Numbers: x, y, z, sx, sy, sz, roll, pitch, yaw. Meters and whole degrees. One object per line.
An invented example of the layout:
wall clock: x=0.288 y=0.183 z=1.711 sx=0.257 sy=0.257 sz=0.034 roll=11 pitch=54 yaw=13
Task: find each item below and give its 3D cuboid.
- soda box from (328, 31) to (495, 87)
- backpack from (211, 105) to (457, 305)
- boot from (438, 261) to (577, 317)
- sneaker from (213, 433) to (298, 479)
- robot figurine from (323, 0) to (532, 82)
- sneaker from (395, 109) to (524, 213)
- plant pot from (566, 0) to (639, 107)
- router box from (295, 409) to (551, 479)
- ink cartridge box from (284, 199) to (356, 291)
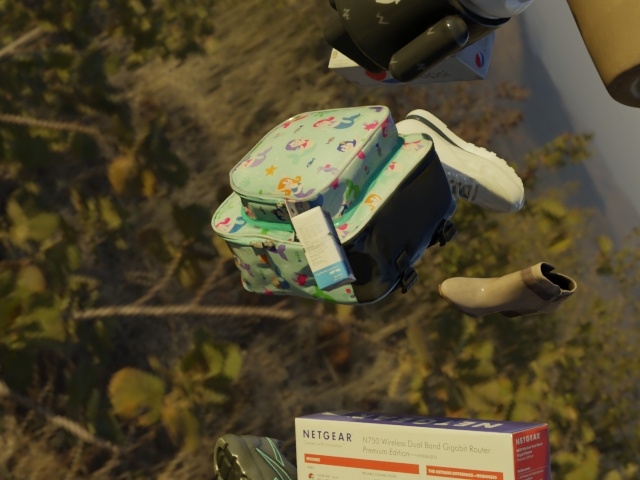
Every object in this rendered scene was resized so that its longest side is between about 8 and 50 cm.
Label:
soda box: x=0.117 y=-0.249 z=1.649 sx=0.074 sy=0.216 sz=0.069 roll=25 pitch=73 yaw=-45
backpack: x=-0.001 y=-0.039 z=1.477 sx=0.225 sy=0.253 sz=0.191 roll=-49 pitch=121 yaw=-36
boot: x=0.187 y=0.045 z=1.230 sx=0.118 sy=0.087 sz=0.042 roll=14 pitch=59 yaw=-33
sneaker: x=-0.057 y=0.365 z=1.747 sx=0.106 sy=0.101 sz=0.267 roll=-1 pitch=39 yaw=-29
robot figurine: x=0.125 y=-0.297 z=1.434 sx=0.173 sy=0.278 sz=0.209 roll=-18 pitch=84 yaw=-47
sneaker: x=0.197 y=-0.102 z=1.895 sx=0.235 sy=0.090 sz=0.095 roll=33 pitch=45 yaw=20
plant pot: x=0.389 y=-0.283 z=1.456 sx=0.263 sy=0.263 sz=0.229 roll=35 pitch=48 yaw=-61
router box: x=0.123 y=0.367 z=1.529 sx=0.082 sy=0.335 sz=0.301 roll=-2 pitch=90 yaw=-48
ink cartridge box: x=0.000 y=0.000 z=1.078 sx=0.048 sy=0.028 sz=0.083 roll=23 pitch=44 yaw=-80
